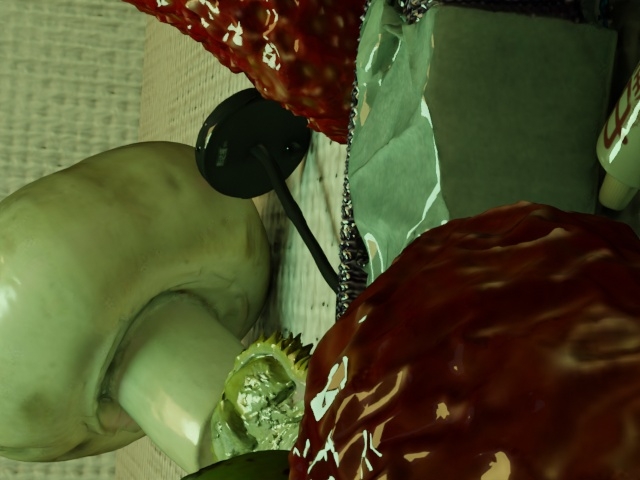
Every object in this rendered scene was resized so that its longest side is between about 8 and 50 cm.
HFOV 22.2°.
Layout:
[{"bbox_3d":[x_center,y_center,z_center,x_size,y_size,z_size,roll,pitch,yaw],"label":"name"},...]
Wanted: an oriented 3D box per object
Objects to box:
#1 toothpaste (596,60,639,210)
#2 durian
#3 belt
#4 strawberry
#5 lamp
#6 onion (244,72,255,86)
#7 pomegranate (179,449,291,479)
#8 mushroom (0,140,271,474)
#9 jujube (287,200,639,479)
[{"bbox_3d":[0.160,-0.092,0.655,0.233,0.038,0.060,111,157,-46],"label":"toothpaste"},{"bbox_3d":[-0.011,0.136,1.227,0.208,0.102,0.146,-38,61,54],"label":"durian"},{"bbox_3d":[0.070,-0.042,0.854,0.260,0.122,0.325,-129,45,-79],"label":"belt"},{"bbox_3d":[-0.023,-0.225,1.131,0.351,0.267,0.312,61,-173,13],"label":"strawberry"},{"bbox_3d":[-0.038,-0.002,1.354,0.371,0.108,0.130,-104,17,-52],"label":"lamp"},{"bbox_3d":[-0.060,-0.239,1.511,0.227,0.120,0.283,-93,13,-50],"label":"onion"},{"bbox_3d":[-0.053,0.241,0.952,0.231,0.286,0.231,11,104,56],"label":"pomegranate"},{"bbox_3d":[-0.190,0.062,1.579,0.353,0.353,0.325,175,102,-77],"label":"mushroom"},{"bbox_3d":[0.083,0.101,0.593,0.232,0.213,0.213,-115,31,-62],"label":"jujube"}]
